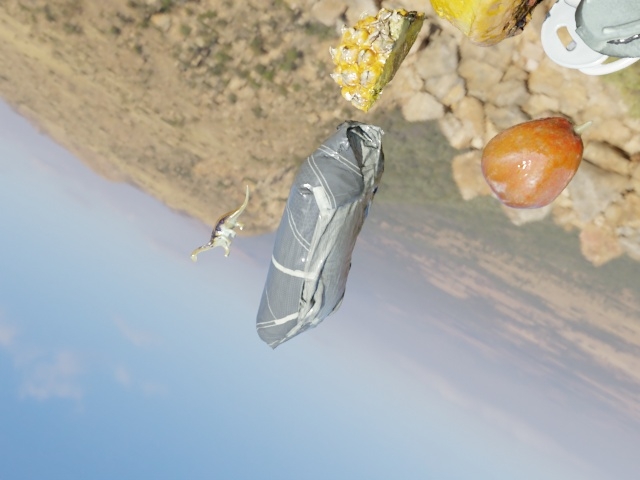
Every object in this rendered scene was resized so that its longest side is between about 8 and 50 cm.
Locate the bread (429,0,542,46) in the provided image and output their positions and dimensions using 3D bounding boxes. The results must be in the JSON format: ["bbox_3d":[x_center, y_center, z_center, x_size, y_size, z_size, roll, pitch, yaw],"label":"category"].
[{"bbox_3d":[0.328,-0.517,1.481,0.204,0.337,0.358,40,-159,12],"label":"bread"}]

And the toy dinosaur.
[{"bbox_3d":[-0.168,-0.018,1.545,0.058,0.180,0.037,41,-171,0],"label":"toy dinosaur"}]

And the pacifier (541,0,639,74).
[{"bbox_3d":[0.561,-0.467,1.685,0.207,0.279,0.227,34,-148,-47],"label":"pacifier"}]

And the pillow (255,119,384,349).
[{"bbox_3d":[0.000,0.000,1.117,0.092,0.335,0.161,29,-147,21],"label":"pillow"}]

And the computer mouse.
[{"bbox_3d":[0.622,-0.431,1.447,0.114,0.374,0.203,31,-141,-53],"label":"computer mouse"}]

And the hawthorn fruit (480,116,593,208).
[{"bbox_3d":[0.462,-0.179,1.777,0.199,0.251,0.199,33,-145,-26],"label":"hawthorn fruit"}]

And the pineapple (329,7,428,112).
[{"bbox_3d":[0.097,-0.396,1.648,0.140,0.250,0.164,31,172,11],"label":"pineapple"}]
